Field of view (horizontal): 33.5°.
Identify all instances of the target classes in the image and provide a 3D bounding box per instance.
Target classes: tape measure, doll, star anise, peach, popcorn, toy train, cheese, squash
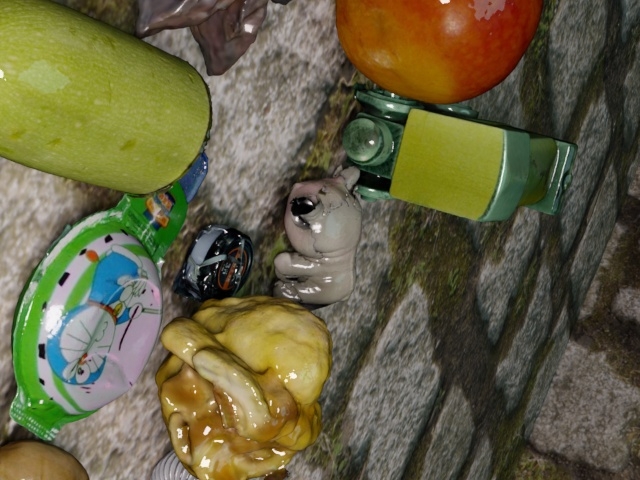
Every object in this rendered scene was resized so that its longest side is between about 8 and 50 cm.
[{"bbox_3d":[-0.113,0.030,1.168,0.094,0.054,0.091,-63,154,-7],"label":"tape measure"},{"bbox_3d":[0.000,0.000,1.331,0.149,0.095,0.192,-39,140,-46],"label":"doll"},{"bbox_3d":[-0.088,-0.309,0.957,0.332,0.118,0.331,-22,117,-54],"label":"star anise"},{"bbox_3d":[0.136,-0.304,1.273,0.281,0.238,0.281,-14,136,-14],"label":"peach"},{"bbox_3d":[-0.073,0.149,1.085,0.253,0.190,0.191,-178,-113,-82],"label":"popcorn"},{"bbox_3d":[0.192,-0.114,1.466,0.397,0.253,0.160,-6,111,-61],"label":"toy train"},{"bbox_3d":[-0.189,0.032,0.987,0.320,0.083,0.204,-63,152,-20],"label":"cheese"},{"bbox_3d":[-0.204,-0.119,0.826,0.247,0.132,0.132,19,87,-58],"label":"squash"}]

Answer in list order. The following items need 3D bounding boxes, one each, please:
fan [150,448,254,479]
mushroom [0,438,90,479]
[{"bbox_3d":[-0.141,0.334,1.225,0.074,0.130,0.244,-35,148,-48],"label":"fan"},{"bbox_3d":[-0.299,0.340,0.907,0.350,0.128,0.128,-69,154,-21],"label":"mushroom"}]
